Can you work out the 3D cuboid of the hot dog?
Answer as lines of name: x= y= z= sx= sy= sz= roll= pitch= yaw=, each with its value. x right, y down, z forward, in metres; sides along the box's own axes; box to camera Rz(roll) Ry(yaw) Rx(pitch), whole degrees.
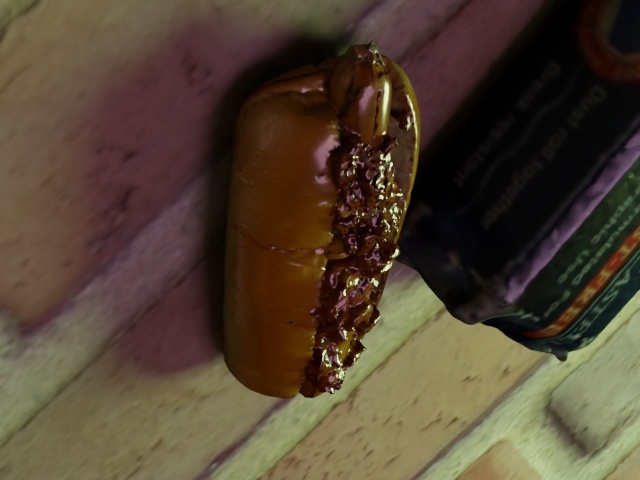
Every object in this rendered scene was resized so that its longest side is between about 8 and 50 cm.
hot dog: x=0.000 y=0.000 z=0.849 sx=0.102 sy=0.076 sz=0.249 roll=-21 pitch=144 yaw=-26

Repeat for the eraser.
eraser: x=0.189 y=-0.082 z=0.939 sx=0.332 sy=0.101 sz=0.155 roll=-50 pitch=149 yaw=12
